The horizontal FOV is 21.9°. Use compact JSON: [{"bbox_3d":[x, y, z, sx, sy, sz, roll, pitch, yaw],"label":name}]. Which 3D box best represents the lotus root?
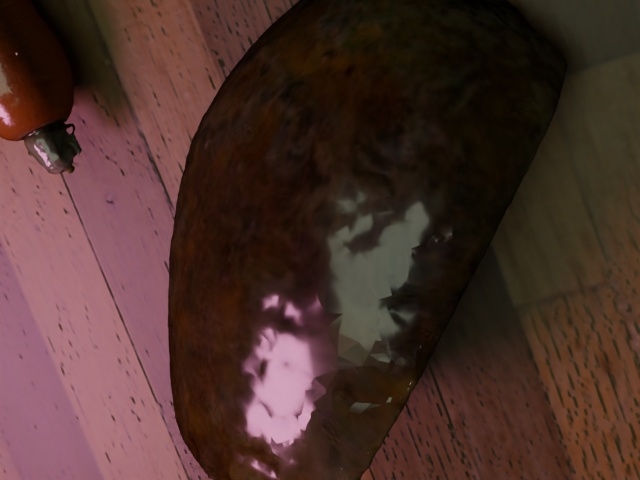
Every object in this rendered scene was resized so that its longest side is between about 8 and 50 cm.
[{"bbox_3d":[0.001,0.002,0.946,0.210,0.142,0.314,19,111,12],"label":"lotus root"}]

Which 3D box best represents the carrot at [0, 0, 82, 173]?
[{"bbox_3d":[-0.233,-0.188,1.003,0.069,0.069,0.336,-27,92,23],"label":"carrot"}]
